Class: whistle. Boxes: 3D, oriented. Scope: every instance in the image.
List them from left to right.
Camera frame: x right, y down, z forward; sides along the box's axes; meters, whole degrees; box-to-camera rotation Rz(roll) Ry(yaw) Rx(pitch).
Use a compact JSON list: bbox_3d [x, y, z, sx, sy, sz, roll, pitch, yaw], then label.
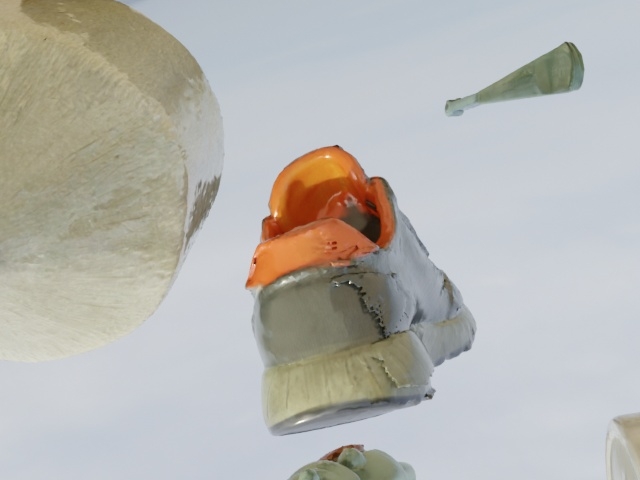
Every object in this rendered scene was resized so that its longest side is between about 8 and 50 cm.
[{"bbox_3d":[0.027,0.248,1.128,0.101,0.106,0.253,-54,156,20],"label":"whistle"}]

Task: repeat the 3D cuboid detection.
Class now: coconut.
[{"bbox_3d":[-0.192,-0.044,0.802,0.237,0.237,0.266,-13,-156,14],"label":"coconut"}]

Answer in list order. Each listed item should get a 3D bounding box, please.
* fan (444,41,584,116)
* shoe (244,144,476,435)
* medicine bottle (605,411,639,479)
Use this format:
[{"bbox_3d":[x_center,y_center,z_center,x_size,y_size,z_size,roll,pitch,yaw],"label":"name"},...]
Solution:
[{"bbox_3d":[0.149,-0.121,0.942,0.016,0.038,0.193,-3,178,-23],"label":"fan"},{"bbox_3d":[0.018,0.020,0.834,0.132,0.171,0.336,-15,-179,13],"label":"shoe"},{"bbox_3d":[0.245,0.107,0.481,0.237,0.139,0.139,-9,-165,4],"label":"medicine bottle"}]
